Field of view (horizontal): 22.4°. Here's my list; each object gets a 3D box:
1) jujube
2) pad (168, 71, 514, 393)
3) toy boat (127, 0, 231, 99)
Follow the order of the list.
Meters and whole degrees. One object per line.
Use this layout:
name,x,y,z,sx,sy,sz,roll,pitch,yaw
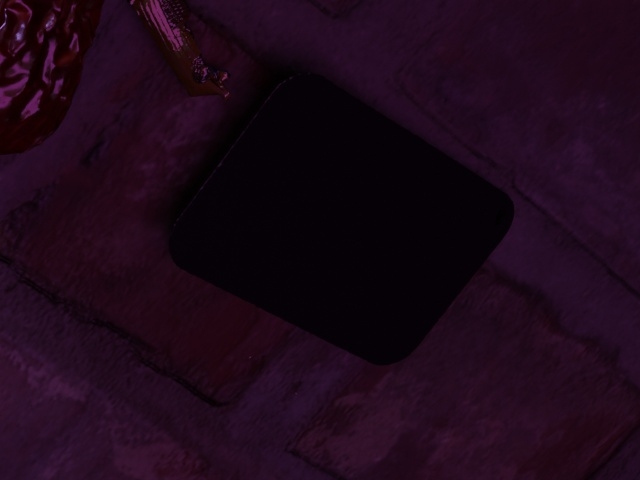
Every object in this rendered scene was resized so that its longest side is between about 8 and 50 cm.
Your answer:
jujube,-0.281,-0.193,1.465,0.155,0.155,0.230,20,101,-26
pad,0.000,0.001,1.727,0.375,0.063,0.315,30,101,-39
toy boat,-0.134,-0.194,1.570,0.049,0.047,0.149,-33,120,-2
